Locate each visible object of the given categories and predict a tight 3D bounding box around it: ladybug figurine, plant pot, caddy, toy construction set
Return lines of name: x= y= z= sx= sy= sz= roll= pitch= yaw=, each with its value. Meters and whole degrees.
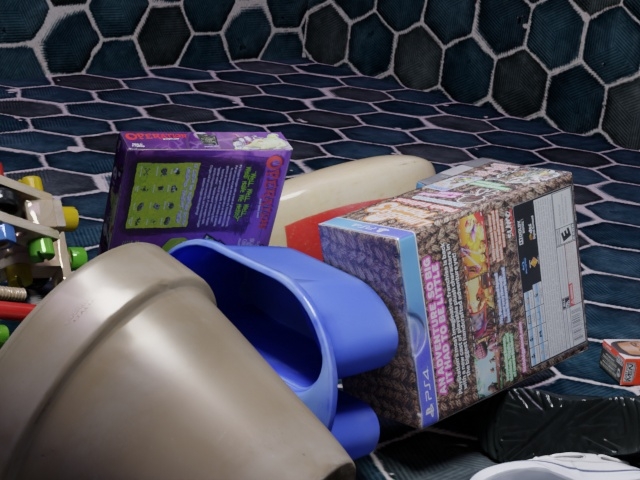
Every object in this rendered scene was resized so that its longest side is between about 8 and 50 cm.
ladybug figurine: x=0.000 y=0.000 z=2.115 sx=0.449 sy=0.161 sz=0.305 roll=-18 pitch=-9 yaw=-30
plant pot: x=-0.132 y=0.205 z=1.346 sx=0.280 sy=0.323 sz=0.323 roll=31 pitch=25 yaw=19
caddy: x=-0.076 y=0.132 z=1.652 sx=0.179 sy=0.241 sz=0.341 roll=-4 pitch=19 yaw=-43
toy construction set: x=-0.390 y=0.024 z=1.973 sx=0.237 sy=0.257 sz=0.309 roll=9 pitch=33 yaw=-38

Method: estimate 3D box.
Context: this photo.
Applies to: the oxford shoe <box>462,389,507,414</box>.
oxford shoe: x=0.151 y=0.187 z=1.883 sx=0.212 sy=0.076 sz=0.076 roll=18 pitch=-10 yaw=38

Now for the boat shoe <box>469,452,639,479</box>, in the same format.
boat shoe: x=0.258 y=0.276 z=1.586 sx=0.258 sy=0.095 sz=0.084 roll=10 pitch=10 yaw=-26

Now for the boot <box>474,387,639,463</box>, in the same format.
boot: x=0.339 y=0.229 z=1.754 sx=0.247 sy=0.094 sz=0.207 roll=-7 pitch=-13 yaw=38

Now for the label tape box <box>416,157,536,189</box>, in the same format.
label tape box: x=0.190 y=0.027 z=2.081 sx=0.106 sy=0.240 sz=0.334 roll=16 pitch=19 yaw=27

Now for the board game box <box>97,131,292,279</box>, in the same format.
board game box: x=-0.169 y=0.026 z=1.775 sx=0.208 sy=0.346 sz=0.056 roll=1 pitch=33 yaw=-23

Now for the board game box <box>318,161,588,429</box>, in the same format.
board game box: x=0.165 y=0.057 z=1.747 sx=0.291 sy=0.232 sz=0.141 roll=-20 pitch=20 yaw=-35

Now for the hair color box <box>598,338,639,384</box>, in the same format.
hair color box: x=0.474 y=0.172 z=2.061 sx=0.141 sy=0.043 sz=0.072 roll=1 pitch=19 yaw=-17
